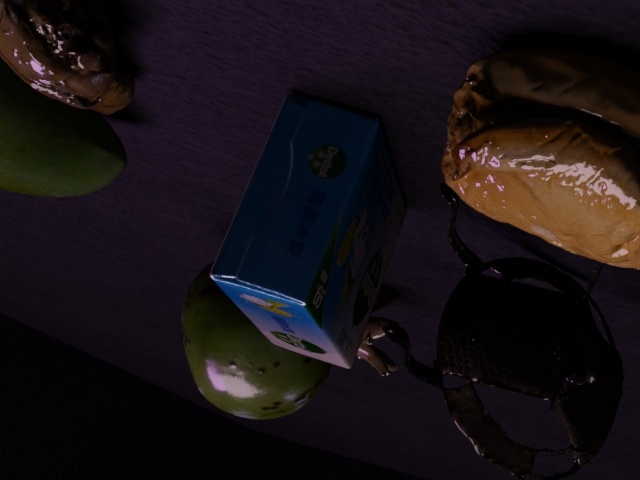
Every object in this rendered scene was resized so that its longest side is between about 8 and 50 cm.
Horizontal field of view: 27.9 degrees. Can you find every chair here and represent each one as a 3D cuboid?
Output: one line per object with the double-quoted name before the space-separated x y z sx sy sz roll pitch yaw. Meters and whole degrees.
"chair" 0.156 0.076 0.956 0.149 0.174 0.213 11 153 23

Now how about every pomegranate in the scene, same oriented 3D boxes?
"pomegranate" -0.030 0.094 1.323 0.224 0.181 0.181 -1 167 -4

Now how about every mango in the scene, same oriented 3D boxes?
"mango" -0.265 -0.103 1.006 0.156 0.114 0.251 -4 166 39

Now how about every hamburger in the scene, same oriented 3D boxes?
"hamburger" 0.137 -0.043 0.682 0.147 0.083 0.138 21 171 9

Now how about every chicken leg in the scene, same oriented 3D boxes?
"chicken leg" -0.165 -0.120 0.873 0.085 0.069 0.198 21 174 9

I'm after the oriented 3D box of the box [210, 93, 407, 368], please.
"box" -0.001 0.000 0.926 0.073 0.139 0.194 17 167 15
